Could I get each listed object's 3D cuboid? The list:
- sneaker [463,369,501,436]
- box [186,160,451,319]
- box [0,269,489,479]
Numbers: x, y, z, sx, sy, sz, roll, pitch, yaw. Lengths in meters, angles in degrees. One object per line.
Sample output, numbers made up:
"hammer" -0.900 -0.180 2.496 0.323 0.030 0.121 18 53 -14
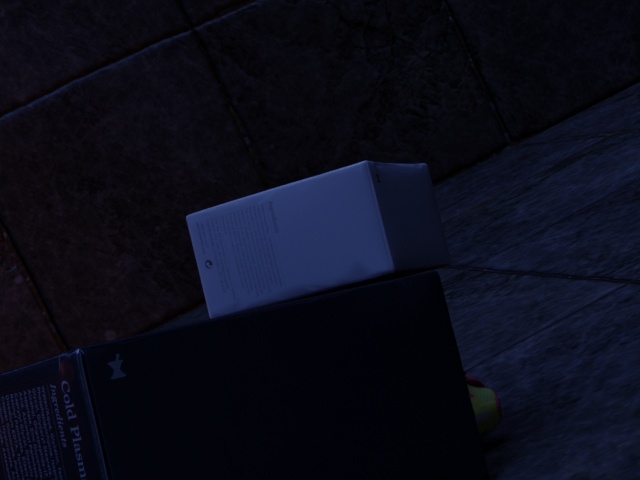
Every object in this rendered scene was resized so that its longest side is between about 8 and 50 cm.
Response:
"sneaker" 0.097 0.147 1.328 0.094 0.081 0.208 -19 11 -13
"box" 0.000 0.000 1.245 0.170 0.091 0.130 -15 -5 26
"box" -0.108 0.160 1.172 0.343 0.179 0.312 -11 -5 -41
